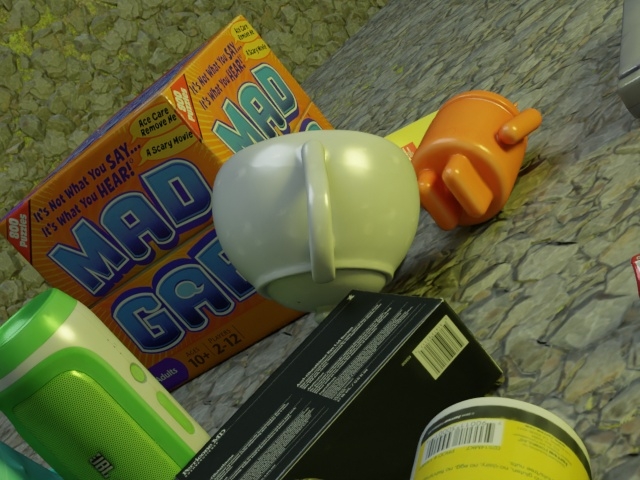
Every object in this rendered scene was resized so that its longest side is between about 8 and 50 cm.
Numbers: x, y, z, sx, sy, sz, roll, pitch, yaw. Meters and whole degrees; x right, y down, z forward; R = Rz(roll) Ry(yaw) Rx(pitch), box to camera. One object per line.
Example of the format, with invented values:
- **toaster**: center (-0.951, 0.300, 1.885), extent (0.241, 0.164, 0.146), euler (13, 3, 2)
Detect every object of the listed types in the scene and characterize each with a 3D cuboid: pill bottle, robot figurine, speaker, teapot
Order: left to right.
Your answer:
- **speaker**: center (-0.202, 0.189, 0.954), extent (0.131, 0.296, 0.131), euler (-36, 16, 12)
- **teapot**: center (0.000, 0.000, 1.071), extent (0.253, 0.256, 0.187), euler (-22, 66, 41)
- **robot figurine**: center (0.186, -0.104, 1.186), extent (0.219, 0.128, 0.158), euler (-59, -13, -48)
- **pill bottle**: center (0.099, 0.202, 0.569), extent (0.119, 0.119, 0.208), euler (-30, 19, 30)

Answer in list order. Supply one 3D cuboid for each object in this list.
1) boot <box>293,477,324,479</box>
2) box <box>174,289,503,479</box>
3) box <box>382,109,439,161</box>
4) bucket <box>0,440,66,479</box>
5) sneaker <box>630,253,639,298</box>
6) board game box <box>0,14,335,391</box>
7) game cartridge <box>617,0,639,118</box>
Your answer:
- **boot**: center (-0.102, 0.304, 0.710), extent (0.236, 0.089, 0.269), euler (-36, -11, -43)
- **box**: center (0.012, 0.171, 0.881), extent (0.261, 0.103, 0.184), euler (-45, 19, -17)
- **box**: center (0.097, -0.112, 1.381), extent (0.232, 0.058, 0.087), euler (-28, -7, -29)
- **bucket**: center (-0.362, 0.321, 0.952), extent (0.281, 0.183, 0.281), euler (-26, 44, 27)
- **sneaker**: center (0.296, 0.008, 0.786), extent (0.067, 0.042, 0.118), euler (-14, 32, 50)
- **board game box**: center (-0.184, -0.057, 1.473), extent (0.356, 0.356, 0.356), euler (-32, 18, 27)
- **game cartridge**: center (0.474, -0.287, 1.156), extent (0.230, 0.068, 0.355), euler (-25, 21, 31)
